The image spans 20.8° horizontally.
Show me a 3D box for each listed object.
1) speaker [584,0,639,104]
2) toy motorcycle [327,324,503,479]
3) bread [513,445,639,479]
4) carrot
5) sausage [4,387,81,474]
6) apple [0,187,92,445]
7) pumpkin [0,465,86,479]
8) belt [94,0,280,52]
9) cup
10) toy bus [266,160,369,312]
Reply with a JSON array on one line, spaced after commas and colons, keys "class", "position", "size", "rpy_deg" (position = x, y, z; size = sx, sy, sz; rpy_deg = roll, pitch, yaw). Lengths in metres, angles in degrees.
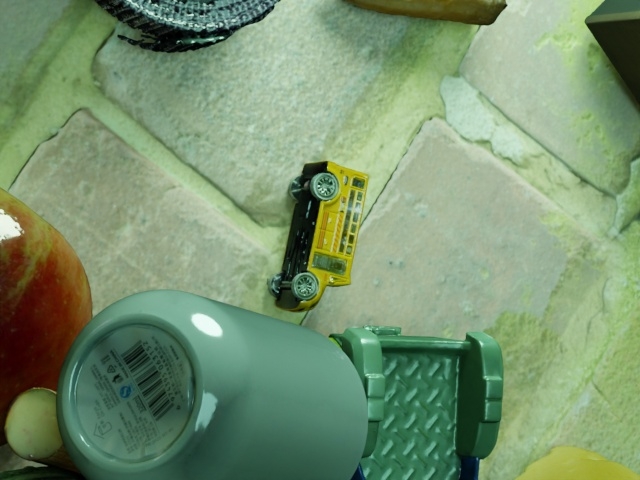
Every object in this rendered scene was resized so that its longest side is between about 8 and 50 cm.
[{"class": "speaker", "position": [0.450, -0.209, 1.994], "size": [0.153, 0.192, 0.231], "rpy_deg": [-45, 111, -18]}, {"class": "toy motorcycle", "position": [0.089, 0.253, 1.833], "size": [0.191, 0.200, 0.326], "rpy_deg": [2, 87, -24]}, {"class": "bread", "position": [0.288, 0.355, 1.896], "size": [0.224, 0.211, 0.183], "rpy_deg": [-24, 112, -40]}, {"class": "carrot", "position": [0.100, -0.273, 1.913], "size": [0.205, 0.072, 0.072], "rpy_deg": [0, 90, -15]}, {"class": "sausage", "position": [-0.222, 0.198, 1.713], "size": [0.234, 0.071, 0.071], "rpy_deg": [37, 71, -65]}, {"class": "apple", "position": [-0.349, 0.069, 1.661], "size": [0.293, 0.163, 0.251], "rpy_deg": [42, 73, -16]}, {"class": "pumpkin", "position": [-0.276, 0.348, 1.601], "size": [0.257, 0.328, 0.291], "rpy_deg": [-31, 106, -29]}, {"class": "belt", "position": [-0.151, -0.358, 1.770], "size": [0.260, 0.122, 0.325], "rpy_deg": [-29, 99, -14]}, {"class": "cup", "position": [-0.105, 0.158, 1.645], "size": [0.312, 0.205, 0.205], "rpy_deg": [26, 77, -64]}, {"class": "toy bus", "position": [0.000, 0.000, 1.861], "size": [0.074, 0.069, 0.162], "rpy_deg": [14, 84, -25]}]
